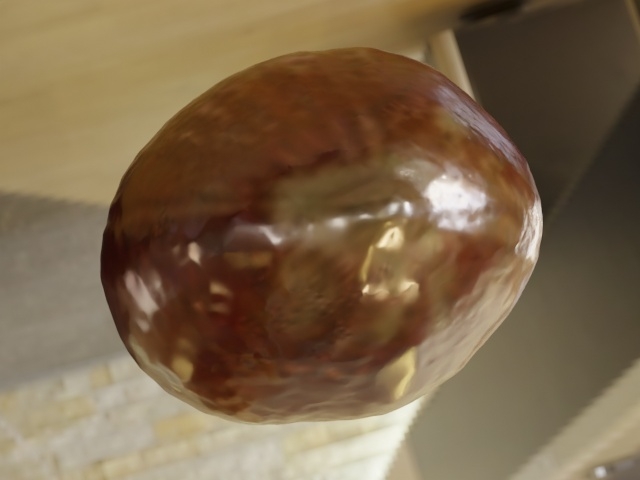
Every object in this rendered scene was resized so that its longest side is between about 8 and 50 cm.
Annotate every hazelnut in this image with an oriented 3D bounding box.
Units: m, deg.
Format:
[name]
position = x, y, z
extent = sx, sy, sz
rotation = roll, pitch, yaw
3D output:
[hazelnut]
position = 0.000, 0.000, 1.822
extent = 0.421, 0.352, 0.421
rotation = -2, -173, 0
